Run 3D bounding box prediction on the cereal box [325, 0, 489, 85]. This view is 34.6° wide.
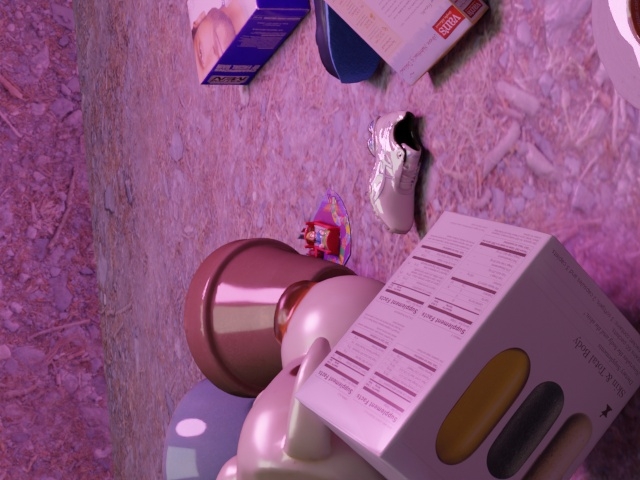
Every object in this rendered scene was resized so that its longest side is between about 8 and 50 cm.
[{"bbox_3d":[0.081,-0.329,1.324,0.240,0.047,0.173,44,151,-4],"label":"cereal box"}]

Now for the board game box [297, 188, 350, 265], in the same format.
[{"bbox_3d":[0.000,0.000,1.718,0.169,0.033,0.133,117,142,-48],"label":"board game box"}]

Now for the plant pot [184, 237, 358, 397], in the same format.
[{"bbox_3d":[-0.048,0.121,1.622,0.229,0.263,0.263,-6,87,49],"label":"plant pot"}]

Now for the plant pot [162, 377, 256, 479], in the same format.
[{"bbox_3d":[-0.097,0.372,1.740,0.195,0.290,0.290,-6,86,33],"label":"plant pot"}]

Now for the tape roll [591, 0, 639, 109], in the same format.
[{"bbox_3d":[0.338,-0.218,0.908,0.219,0.072,0.219,178,90,-65],"label":"tape roll"}]

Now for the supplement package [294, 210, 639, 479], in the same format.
[{"bbox_3d":[0.156,0.141,1.049,0.263,0.199,0.198,-50,24,-10],"label":"supplement package"}]

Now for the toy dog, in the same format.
[{"bbox_3d":[0.009,0.218,1.338,0.408,0.284,0.396,-71,-29,-52],"label":"toy dog"}]

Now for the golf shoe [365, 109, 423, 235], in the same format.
[{"bbox_3d":[0.109,-0.098,1.434,0.086,0.069,0.176,-22,74,58],"label":"golf shoe"}]

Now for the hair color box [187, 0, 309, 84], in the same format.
[{"bbox_3d":[-0.142,-0.433,1.895,0.339,0.110,0.185,145,118,-64],"label":"hair color box"}]

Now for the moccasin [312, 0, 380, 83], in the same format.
[{"bbox_3d":[0.021,-0.406,1.507,0.117,0.137,0.342,-142,54,-64],"label":"moccasin"}]
